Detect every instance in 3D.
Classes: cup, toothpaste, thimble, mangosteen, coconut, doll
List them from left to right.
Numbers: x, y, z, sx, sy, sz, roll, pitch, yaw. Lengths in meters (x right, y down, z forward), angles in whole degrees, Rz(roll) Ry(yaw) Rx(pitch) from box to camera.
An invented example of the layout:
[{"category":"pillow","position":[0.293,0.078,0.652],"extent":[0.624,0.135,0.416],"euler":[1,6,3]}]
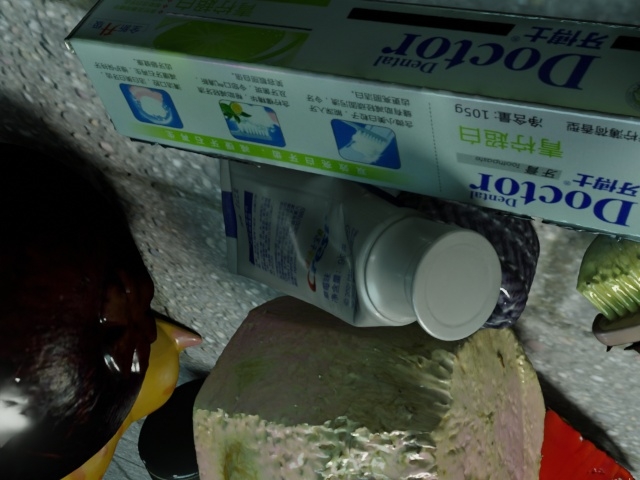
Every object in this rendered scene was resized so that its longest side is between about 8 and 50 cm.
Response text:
[{"category":"mangosteen","position":[-0.318,0.068,0.706],"extent":[0.347,0.306,0.307],"euler":[2,145,12]},{"category":"doll","position":[-0.272,0.182,0.914],"extent":[0.167,0.269,0.162],"euler":[-2,134,46]},{"category":"cup","position":[-0.114,0.273,1.057],"extent":[0.223,0.169,0.176],"euler":[-16,128,13]},{"category":"toothpaste","position":[0.000,0.000,0.514],"extent":[0.266,0.061,0.096],"euler":[17,113,56]},{"category":"coconut","position":[0.023,0.144,0.630],"extent":[0.245,0.233,0.233],"euler":[-4,139,37]},{"category":"toothpaste","position":[0.023,-0.078,0.442],"extent":[0.337,0.067,0.081],"euler":[13,147,24]},{"category":"thimble","position":[0.086,0.011,0.534],"extent":[0.104,0.066,0.095],"euler":[39,147,-22]}]

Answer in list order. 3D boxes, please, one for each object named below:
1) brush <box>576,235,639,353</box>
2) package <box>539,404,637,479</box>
[{"category":"brush","position":[0.231,-0.017,0.375],"extent":[0.067,0.072,0.313],"euler":[46,148,-5]},{"category":"package","position":[0.106,0.247,0.847],"extent":[0.196,0.123,0.424],"euler":[40,150,-26]}]
